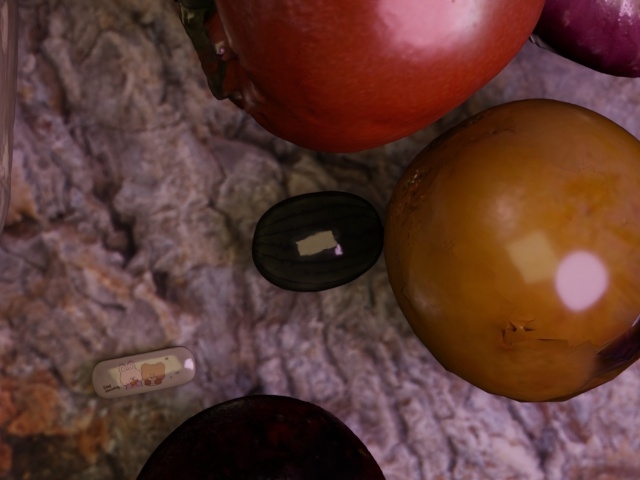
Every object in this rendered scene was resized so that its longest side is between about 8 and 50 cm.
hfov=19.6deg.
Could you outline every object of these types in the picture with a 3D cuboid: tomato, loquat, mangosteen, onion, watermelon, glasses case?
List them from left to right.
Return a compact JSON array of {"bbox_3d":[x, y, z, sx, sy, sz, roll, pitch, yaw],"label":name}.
[{"bbox_3d":[-0.141,0.105,1.479,0.083,0.021,0.032,-11,94,-4],"label":"glasses case"},{"bbox_3d":[-0.041,0.220,1.396,0.216,0.216,0.216,0,92,-5],"label":"mangosteen"},{"bbox_3d":[0.000,0.000,1.460,0.110,0.078,0.078,-13,93,-4],"label":"watermelon"},{"bbox_3d":[0.023,-0.223,1.324,0.273,0.341,0.341,-23,94,-6],"label":"tomato"},{"bbox_3d":[0.161,0.007,1.400,0.235,0.235,0.235,0,92,-5],"label":"loquat"},{"bbox_3d":[0.231,-0.218,1.426,0.207,0.200,0.200,29,90,-26],"label":"onion"}]

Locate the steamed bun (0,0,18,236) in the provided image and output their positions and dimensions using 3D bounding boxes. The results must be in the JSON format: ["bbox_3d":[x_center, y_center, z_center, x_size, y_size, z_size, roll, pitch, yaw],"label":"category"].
[{"bbox_3d":[-0.370,-0.163,1.279,0.290,0.371,0.456,1,89,-3],"label":"steamed bun"}]
